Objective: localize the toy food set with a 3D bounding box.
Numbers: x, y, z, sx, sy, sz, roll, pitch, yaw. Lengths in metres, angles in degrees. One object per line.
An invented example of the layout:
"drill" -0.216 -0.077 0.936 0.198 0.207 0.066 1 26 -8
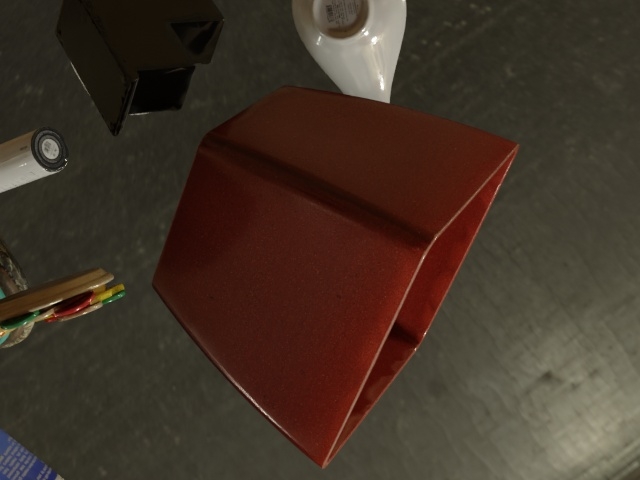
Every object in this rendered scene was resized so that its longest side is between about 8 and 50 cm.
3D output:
"toy food set" -0.149 0.035 0.669 0.082 0.083 0.020 -16 95 28

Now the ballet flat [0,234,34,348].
"ballet flat" -0.447 -0.004 1.193 0.483 0.182 0.164 4 117 22

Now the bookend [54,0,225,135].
"bookend" -0.159 -0.190 1.236 0.157 0.156 0.072 -11 143 -34

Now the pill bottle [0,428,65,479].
"pill bottle" -0.426 0.338 1.620 0.272 0.152 0.152 40 98 -6

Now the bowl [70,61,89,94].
"bowl" -0.267 -0.220 1.587 0.080 0.170 0.170 -34 110 -11

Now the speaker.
"speaker" -0.357 -0.090 1.447 0.136 0.055 0.055 -15 115 39

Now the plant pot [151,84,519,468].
"plant pot" 0.000 0.000 1.183 0.235 0.267 0.267 30 122 12

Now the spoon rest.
"spoon rest" 0.041 -0.205 1.456 0.137 0.084 0.276 -6 95 17
